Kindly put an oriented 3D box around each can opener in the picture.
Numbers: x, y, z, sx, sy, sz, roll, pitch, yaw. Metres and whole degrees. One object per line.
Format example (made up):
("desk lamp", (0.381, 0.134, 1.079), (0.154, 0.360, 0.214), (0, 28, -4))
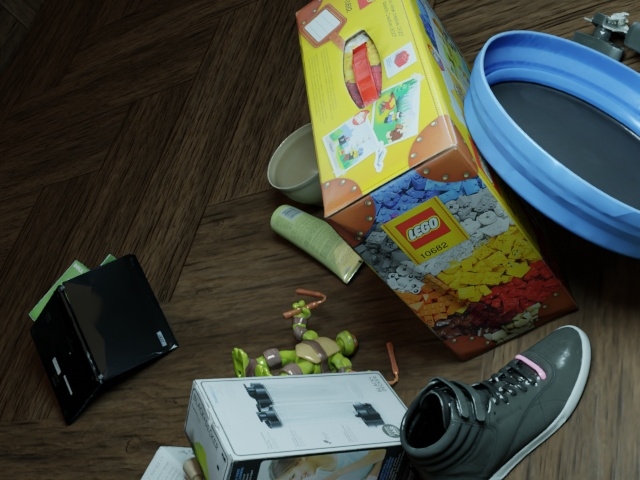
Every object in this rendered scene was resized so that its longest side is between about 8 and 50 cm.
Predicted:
("can opener", (0.517, -0.301, 1.416), (0.280, 0.074, 0.093), (45, 124, 55))

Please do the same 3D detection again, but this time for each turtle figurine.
("turtle figurine", (-0.025, 0.177, 1.400), (0.217, 0.087, 0.269), (-14, 39, -33))

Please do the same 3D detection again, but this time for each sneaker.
("sneaker", (0.222, 0.201, 1.140), (0.295, 0.147, 0.104), (-47, 35, -4))

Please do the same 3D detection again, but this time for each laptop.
("laptop", (-0.443, 0.197, 1.795), (0.264, 0.137, 0.234), (-49, 60, 35))

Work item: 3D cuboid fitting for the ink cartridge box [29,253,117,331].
("ink cartridge box", (-0.519, 0.114, 1.940), (0.062, 0.109, 0.209), (35, 81, 27))

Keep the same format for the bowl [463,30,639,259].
("bowl", (0.362, -0.126, 1.156), (0.391, 0.391, 0.077), (-97, 28, -46))

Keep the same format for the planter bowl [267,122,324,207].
("planter bowl", (-0.004, -0.131, 1.696), (0.162, 0.109, 0.162), (-26, 40, 24))

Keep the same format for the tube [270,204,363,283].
("tube", (0.000, 0.000, 1.620), (0.240, 0.062, 0.070), (27, 119, 47))

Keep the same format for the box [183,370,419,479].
("box", (-0.020, 0.262, 1.200), (0.169, 0.290, 0.087), (49, 130, 52))

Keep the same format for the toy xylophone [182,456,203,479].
("toy xylophone", (-0.045, 0.341, 1.225), (0.323, 0.236, 0.081), (43, 127, 47))

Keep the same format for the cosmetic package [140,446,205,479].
("cosmetic package", (-0.159, 0.406, 1.278), (0.231, 0.085, 0.117), (29, 93, 32))

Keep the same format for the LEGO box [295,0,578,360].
("LEGO box", (0.157, -0.134, 1.330), (0.193, 0.372, 0.500), (-29, 40, 19))
